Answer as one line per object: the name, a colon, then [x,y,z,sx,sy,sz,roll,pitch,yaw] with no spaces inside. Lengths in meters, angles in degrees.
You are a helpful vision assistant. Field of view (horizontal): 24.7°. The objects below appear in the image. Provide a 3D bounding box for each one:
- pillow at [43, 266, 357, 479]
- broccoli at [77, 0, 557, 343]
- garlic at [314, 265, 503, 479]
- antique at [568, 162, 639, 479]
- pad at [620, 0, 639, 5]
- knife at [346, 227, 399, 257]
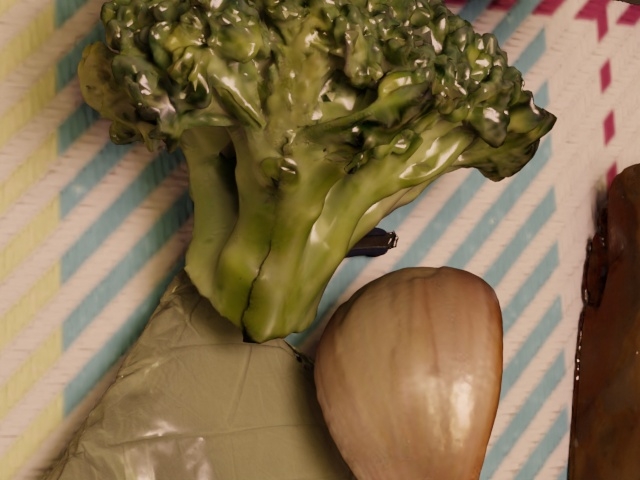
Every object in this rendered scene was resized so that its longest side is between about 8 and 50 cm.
pillow: [-0.047,0.199,0.923,0.280,0.076,0.274,40,58,-15]
broccoli: [-0.011,-0.068,0.921,0.288,0.248,0.246,27,102,-3]
garlic: [0.054,0.092,0.931,0.115,0.128,0.207,15,44,-11]
antique: [0.250,0.097,1.088,0.087,0.093,0.310,11,78,-27]
pad: [0.051,-0.295,0.957,0.375,0.063,0.315,6,43,-28]
knife: [0.000,0.000,1.009,0.121,0.018,0.031,-2,86,-31]
